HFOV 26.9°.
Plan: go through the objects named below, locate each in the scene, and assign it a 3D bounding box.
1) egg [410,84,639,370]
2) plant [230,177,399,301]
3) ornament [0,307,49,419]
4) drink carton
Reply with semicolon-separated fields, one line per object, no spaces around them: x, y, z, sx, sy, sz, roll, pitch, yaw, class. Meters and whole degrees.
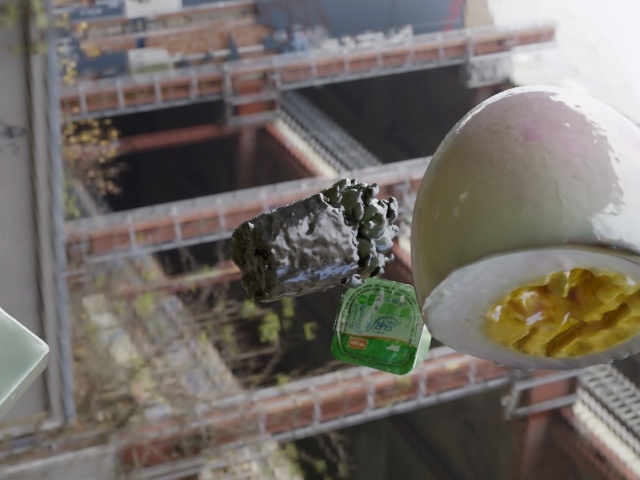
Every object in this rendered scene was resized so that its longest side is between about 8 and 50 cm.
0.292;-0.050;1.742;0.354;0.354;0.340;116;-21;-56;egg
0.000;0.000;1.112;0.092;0.143;0.094;65;-32;13;plant
-0.307;0.020;0.923;0.285;0.120;0.130;46;-23;18;ornament
0.114;0.146;2.188;0.142;0.146;0.144;32;72;-69;drink carton
